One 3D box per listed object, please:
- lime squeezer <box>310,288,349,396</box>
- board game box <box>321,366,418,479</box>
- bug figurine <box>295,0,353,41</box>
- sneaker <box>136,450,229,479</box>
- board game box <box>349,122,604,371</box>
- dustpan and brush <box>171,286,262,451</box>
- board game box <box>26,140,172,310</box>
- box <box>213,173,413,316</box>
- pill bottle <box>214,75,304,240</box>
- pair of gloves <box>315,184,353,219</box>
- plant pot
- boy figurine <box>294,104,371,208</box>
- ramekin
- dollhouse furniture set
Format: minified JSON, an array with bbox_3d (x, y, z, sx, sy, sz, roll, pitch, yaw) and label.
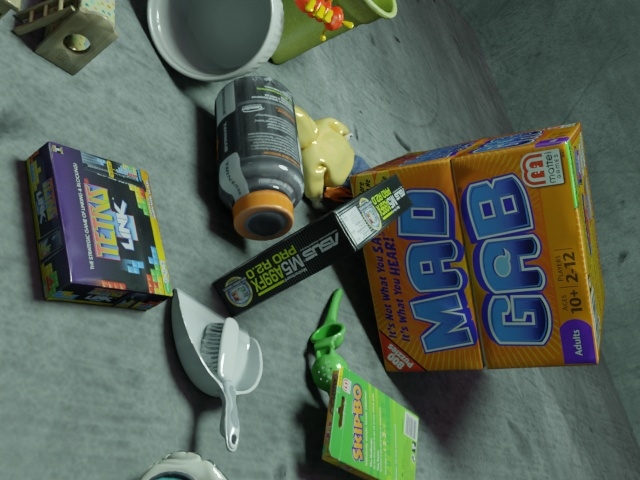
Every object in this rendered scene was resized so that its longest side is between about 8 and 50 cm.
[{"bbox_3d":[0.028,0.178,1.065,0.110,0.058,0.311,36,36,-40],"label":"lime squeezer"},{"bbox_3d":[0.075,0.282,1.010,0.259,0.039,0.124,45,45,-48],"label":"board game box"},{"bbox_3d":[-0.006,-0.472,1.125,0.216,0.072,0.279,32,65,-19],"label":"bug figurine"},{"bbox_3d":[-0.098,0.341,0.685,0.275,0.107,0.110,53,48,-7],"label":"sneaker"},{"bbox_3d":[0.308,0.003,1.277,0.356,0.356,0.357,-29,110,-63],"label":"board game box"},{"bbox_3d":[-0.117,0.158,0.828,0.147,0.060,0.211,40,34,-36],"label":"dustpan and brush"},{"bbox_3d":[-0.246,-0.013,0.780,0.141,0.048,0.170,16,51,-56],"label":"board game box"},{"bbox_3d":[0.000,0.000,1.007,0.060,0.216,0.270,59,27,-2],"label":"box"},{"bbox_3d":[-0.093,-0.121,1.051,0.130,0.130,0.246,33,39,-43],"label":"pill bottle"},{"bbox_3d":[0.028,-0.062,1.263,0.074,0.083,0.010,4,23,-35],"label":"pair of gloves"},{"bbox_3d":[-0.032,-0.488,1.360,0.276,0.253,0.276,42,33,-35],"label":"plant pot"},{"bbox_3d":[0.004,-0.146,1.282,0.285,0.092,0.177,35,63,-36],"label":"boy figurine"},{"bbox_3d":[-0.155,-0.352,1.090,0.207,0.207,0.109,61,17,-1],"label":"ramekin"},{"bbox_3d":[-0.338,-0.335,0.860,0.161,0.101,0.182,30,41,-46],"label":"dollhouse furniture set"}]
